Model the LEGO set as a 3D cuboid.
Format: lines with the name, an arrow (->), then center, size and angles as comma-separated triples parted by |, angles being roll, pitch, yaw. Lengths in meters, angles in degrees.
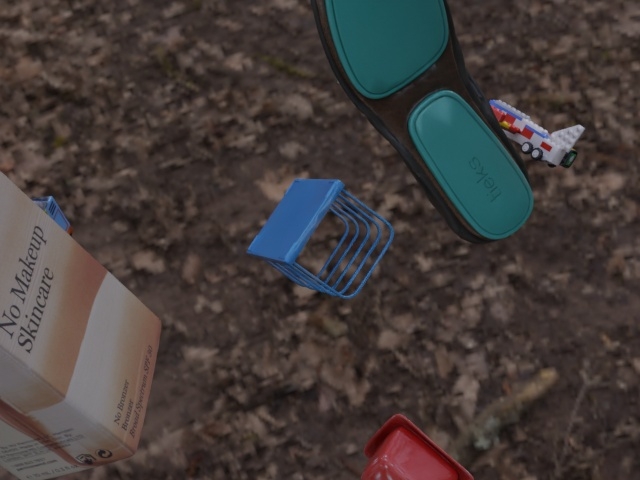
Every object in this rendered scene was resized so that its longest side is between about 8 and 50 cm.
LEGO set -> 0.166, -0.141, 1.215 | 0.244, 0.060, 0.182 | 28, 12, -4

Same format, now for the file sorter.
file sorter -> 0.000, 0.000, 1.500 | 0.118, 0.104, 0.170 | -56, 18, -8

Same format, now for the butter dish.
butter dish -> 0.124, 0.368, 1.801 | 0.160, 0.160, 0.118 | 41, 53, 7

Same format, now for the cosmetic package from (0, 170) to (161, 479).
cosmetic package -> -0.272, 0.055, 0.964 | 0.129, 0.296, 0.153 | -18, 45, 26

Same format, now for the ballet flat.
ballet flat -> 0.059, -0.115, 0.856 | 0.095, 0.280, 0.096 | -33, 24, -8

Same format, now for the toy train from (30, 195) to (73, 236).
toy train -> -0.295, 0.046, 1.174 | 0.080, 0.105, 0.184 | -8, 43, 19
